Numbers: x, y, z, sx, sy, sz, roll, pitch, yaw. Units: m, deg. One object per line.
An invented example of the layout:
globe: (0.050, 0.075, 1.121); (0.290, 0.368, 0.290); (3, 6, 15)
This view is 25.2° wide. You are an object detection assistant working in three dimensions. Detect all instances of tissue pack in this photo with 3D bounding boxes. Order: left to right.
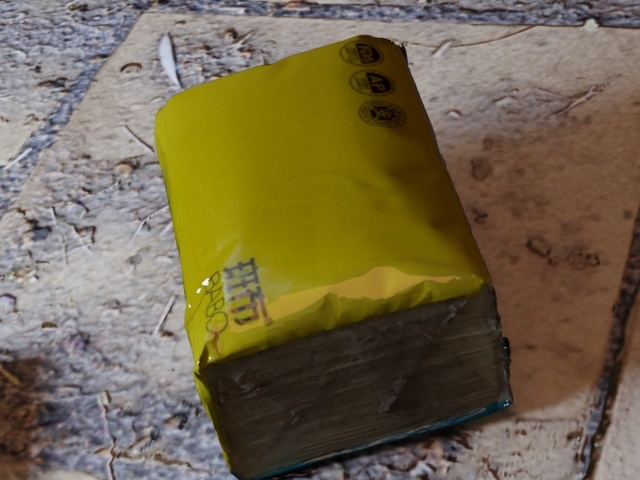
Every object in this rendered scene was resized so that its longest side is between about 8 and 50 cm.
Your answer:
tissue pack: (0.000, 0.000, 0.944); (0.192, 0.134, 0.271); (-16, 41, 0)
